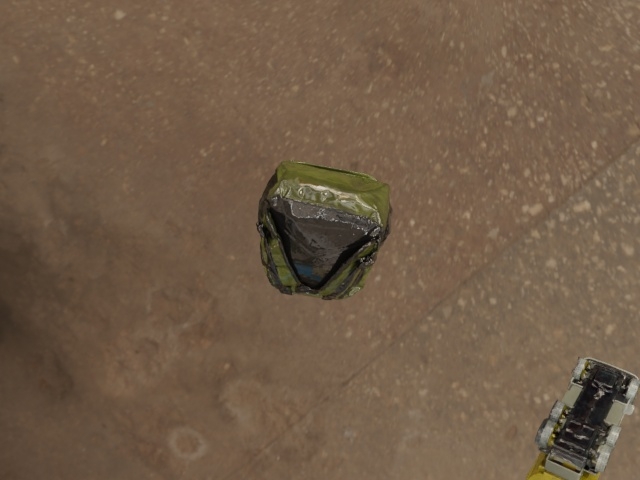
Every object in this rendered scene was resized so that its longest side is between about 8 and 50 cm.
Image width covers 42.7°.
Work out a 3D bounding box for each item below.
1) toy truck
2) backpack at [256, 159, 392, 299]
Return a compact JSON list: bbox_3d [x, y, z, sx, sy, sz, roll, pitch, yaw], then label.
[{"bbox_3d":[0.365,0.269,1.145,0.098,0.227,0.114,21,131,26],"label":"toy truck"},{"bbox_3d":[0.000,0.000,1.276,0.206,0.140,0.253,13,140,3],"label":"backpack"}]
